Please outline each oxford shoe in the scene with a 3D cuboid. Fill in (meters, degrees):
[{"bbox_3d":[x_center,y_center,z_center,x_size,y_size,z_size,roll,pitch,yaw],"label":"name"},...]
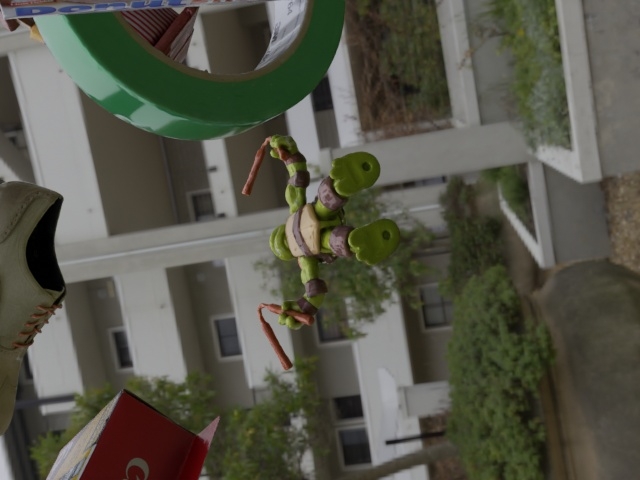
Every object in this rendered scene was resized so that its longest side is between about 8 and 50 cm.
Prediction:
[{"bbox_3d":[-0.453,0.108,1.159,0.140,0.146,0.397,-51,-34,-80],"label":"oxford shoe"}]

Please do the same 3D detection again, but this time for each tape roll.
[{"bbox_3d":[-0.127,-0.265,0.803,0.077,0.321,0.321,-11,87,57],"label":"tape roll"}]

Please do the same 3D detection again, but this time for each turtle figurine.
[{"bbox_3d":[0.000,0.000,0.860,0.217,0.087,0.270,-20,71,59],"label":"turtle figurine"}]

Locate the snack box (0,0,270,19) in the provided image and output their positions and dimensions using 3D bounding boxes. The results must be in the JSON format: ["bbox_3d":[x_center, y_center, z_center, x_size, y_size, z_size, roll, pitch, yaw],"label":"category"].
[{"bbox_3d":[-0.093,-0.152,0.463,0.064,0.178,0.022,180,81,-72],"label":"snack box"}]

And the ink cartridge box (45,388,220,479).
[{"bbox_3d":[-0.280,0.357,0.997,0.130,0.272,0.309,36,-145,-15],"label":"ink cartridge box"}]

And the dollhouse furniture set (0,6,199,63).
[{"bbox_3d":[-0.195,-0.359,0.944,0.374,0.201,0.152,-60,8,-16],"label":"dollhouse furniture set"}]
